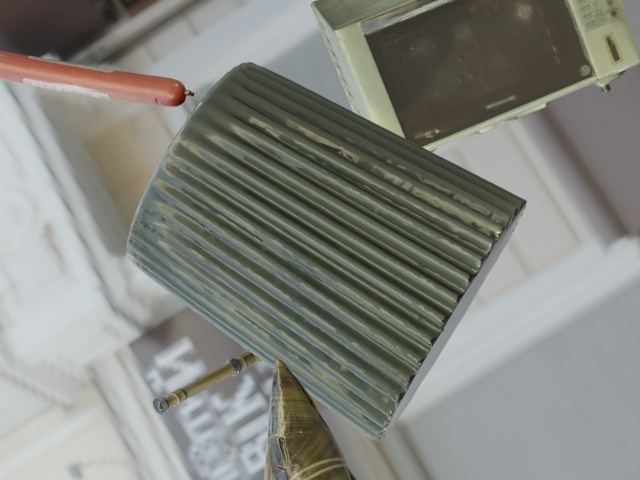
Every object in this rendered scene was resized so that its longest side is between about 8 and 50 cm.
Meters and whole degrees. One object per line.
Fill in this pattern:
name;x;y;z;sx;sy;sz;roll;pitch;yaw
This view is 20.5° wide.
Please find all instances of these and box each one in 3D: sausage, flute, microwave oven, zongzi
sausage;-0.254;-0.170;1.847;0.034;0.253;0.034;11;-90;-81
flute;-0.143;0.186;2.397;0.233;0.027;0.027;-25;-98;-50
microwave oven;0.225;-0.290;2.581;0.333;0.394;0.247;-113;1;-74
zongzi;-0.023;0.214;1.599;0.187;0.084;0.184;120;132;-68

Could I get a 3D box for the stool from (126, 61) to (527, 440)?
stool;0.000;0.000;1.836;0.330;0.297;0.297;32;-177;7
